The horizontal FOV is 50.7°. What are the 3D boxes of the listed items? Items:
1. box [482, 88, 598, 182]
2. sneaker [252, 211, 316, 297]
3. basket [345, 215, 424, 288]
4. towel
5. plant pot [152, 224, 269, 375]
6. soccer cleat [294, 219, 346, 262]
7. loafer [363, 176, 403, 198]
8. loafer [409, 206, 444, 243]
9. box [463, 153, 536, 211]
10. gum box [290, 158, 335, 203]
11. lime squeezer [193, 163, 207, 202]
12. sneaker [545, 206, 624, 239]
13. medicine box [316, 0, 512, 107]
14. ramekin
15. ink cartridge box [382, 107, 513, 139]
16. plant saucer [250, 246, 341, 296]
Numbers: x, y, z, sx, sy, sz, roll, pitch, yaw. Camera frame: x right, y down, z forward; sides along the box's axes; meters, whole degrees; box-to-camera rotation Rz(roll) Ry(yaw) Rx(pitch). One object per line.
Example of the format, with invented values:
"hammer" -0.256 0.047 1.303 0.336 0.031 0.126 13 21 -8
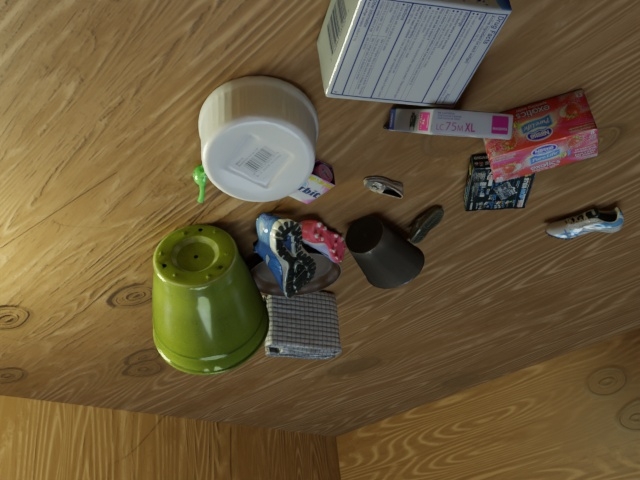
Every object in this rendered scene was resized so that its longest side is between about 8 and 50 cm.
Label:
"box" 0.536 -0.254 1.667 0.257 0.128 0.122 -15 150 14
"sneaker" -0.114 0.036 2.019 0.130 0.147 0.330 -37 139 -24
"basket" 0.184 0.032 2.077 0.204 0.154 0.227 -17 146 23
"towel" -0.076 0.299 2.400 0.284 0.235 0.121 8 153 -24
"plant pot" -0.348 0.150 2.010 0.367 0.366 0.353 -5 138 -3
"soccer cleat" 0.000 0.000 2.063 0.095 0.083 0.248 9 164 29
"loafer" 0.177 -0.145 1.867 0.125 0.039 0.045 9 148 -26
"loafer" 0.315 -0.054 2.053 0.056 0.050 0.148 14 129 -38
"box" 0.498 -0.161 1.885 0.175 0.051 0.220 -3 150 4
"gum box" -0.067 -0.172 1.743 0.188 0.062 0.107 22 139 -40
"lime squeezer" -0.249 -0.166 1.704 0.310 0.058 0.110 -26 134 37
"sneaker" 0.831 -0.060 2.136 0.237 0.085 0.086 -9 124 10
"medicine box" 0.168 -0.404 1.301 0.289 0.149 0.263 1 150 -16
"ramekin" -0.138 -0.215 1.519 0.277 0.135 0.277 -2 137 -2
"ink cartridge box" 0.277 -0.268 1.537 0.186 0.065 0.311 2 -172 -14
"plant saucer" -0.086 0.098 2.229 0.311 0.050 0.310 -5 150 -3
